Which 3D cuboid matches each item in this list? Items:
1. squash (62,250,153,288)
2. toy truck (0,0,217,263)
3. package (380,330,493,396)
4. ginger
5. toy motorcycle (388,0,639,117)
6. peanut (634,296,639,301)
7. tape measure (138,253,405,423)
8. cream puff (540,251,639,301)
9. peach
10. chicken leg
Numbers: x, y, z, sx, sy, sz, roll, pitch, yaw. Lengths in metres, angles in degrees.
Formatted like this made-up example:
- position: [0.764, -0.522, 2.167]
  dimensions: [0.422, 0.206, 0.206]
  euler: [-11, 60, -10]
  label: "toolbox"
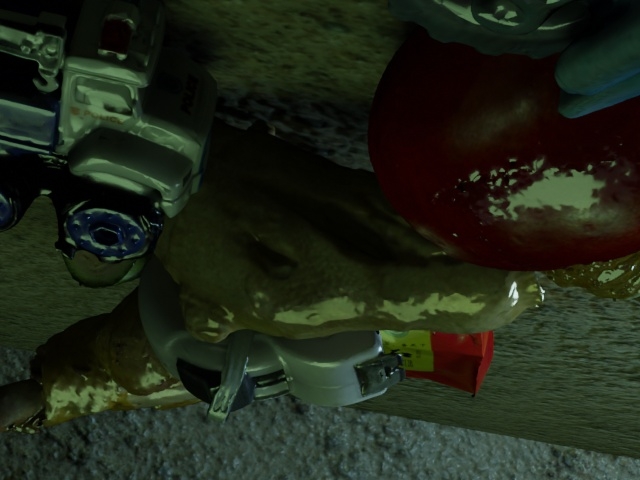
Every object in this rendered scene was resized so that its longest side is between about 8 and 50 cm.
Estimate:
- position: [-0.215, 0.009, 1.298]
  dimensions: [0.105, 0.105, 0.132]
  euler: [4, 174, 22]
  label: "squash"
- position: [-0.175, -0.102, 0.785]
  dimensions: [0.213, 0.161, 0.177]
  euler: [12, 142, -9]
  label: "toy truck"
- position: [0.096, 0.080, 1.280]
  dimensions: [0.196, 0.123, 0.423]
  euler: [5, 164, 9]
  label: "package"
- position: [0.000, 0.000, 0.888]
  dimensions: [0.354, 0.189, 0.126]
  euler: [9, 155, 21]
  label: "ginger"
- position: [0.203, -0.124, 0.350]
  dimensions: [0.232, 0.172, 0.416]
  euler: [27, 150, -31]
  label: "toy motorcycle"
- position: [0.303, -0.003, 0.857]
  dimensions: [0.124, 0.123, 0.257]
  euler: [14, 167, -14]
  label: "peanut"
- position: [-0.059, 0.051, 1.012]
  dimensions: [0.197, 0.236, 0.120]
  euler: [-19, 144, -4]
  label: "tape measure"
- position: [0.193, -0.029, 0.791]
  dimensions: [0.103, 0.144, 0.126]
  euler: [30, 138, -12]
  label: "cream puff"
- position: [0.109, -0.066, 0.691]
  dimensions: [0.154, 0.158, 0.267]
  euler: [29, 159, -36]
  label: "peach"
- position: [-0.217, 0.125, 1.299]
  dimensions: [0.410, 0.181, 0.295]
  euler: [-18, -178, -5]
  label: "chicken leg"
